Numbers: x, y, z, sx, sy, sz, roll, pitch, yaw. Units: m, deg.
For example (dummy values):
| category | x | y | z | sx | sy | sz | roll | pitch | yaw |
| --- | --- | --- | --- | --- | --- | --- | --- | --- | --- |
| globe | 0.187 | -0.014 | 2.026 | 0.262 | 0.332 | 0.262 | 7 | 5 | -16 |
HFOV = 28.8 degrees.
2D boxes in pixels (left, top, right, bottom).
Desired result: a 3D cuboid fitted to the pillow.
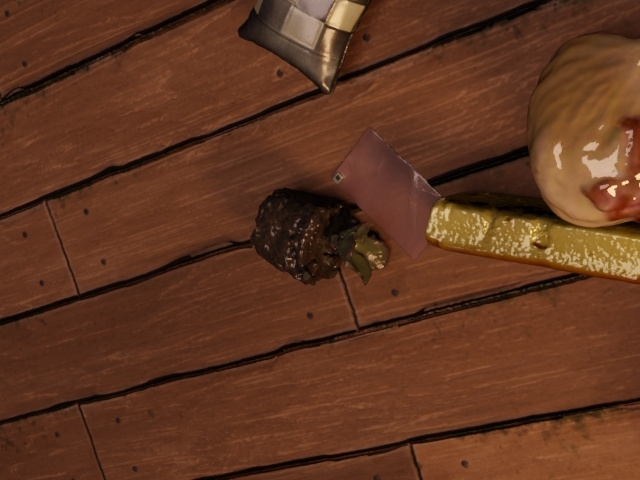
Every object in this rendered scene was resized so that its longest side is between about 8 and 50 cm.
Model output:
| category | x | y | z | sx | sy | sz | roll | pitch | yaw |
| --- | --- | --- | --- | --- | --- | --- | --- | --- | --- |
| pillow | -0.002 | -0.364 | 1.826 | 0.186 | 0.106 | 0.250 | 37 | 114 | 19 |

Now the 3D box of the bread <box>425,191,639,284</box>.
| category | x | y | z | sx | sy | sz | roll | pitch | yaw |
| --- | --- | --- | --- | --- | --- | --- | --- | --- | --- |
| bread | 0.323 | -0.009 | 1.693 | 0.361 | 0.138 | 0.077 | 10 | 106 | 30 |

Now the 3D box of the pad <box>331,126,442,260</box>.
| category | x | y | z | sx | sy | sz | roll | pitch | yaw |
| --- | --- | --- | --- | --- | --- | --- | --- | --- | --- |
| pad | 0.107 | -0.070 | 1.892 | 0.188 | 0.006 | 0.113 | 45 | 121 | 14 |

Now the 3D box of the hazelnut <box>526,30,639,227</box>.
| category | x | y | z | sx | sy | sz | roll | pitch | yaw |
| --- | --- | --- | --- | --- | --- | --- | --- | --- | --- |
| hazelnut | 0.380 | -0.147 | 1.556 | 0.261 | 0.261 | 0.241 | 28 | 151 | 23 |

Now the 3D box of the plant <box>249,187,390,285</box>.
| category | x | y | z | sx | sy | sz | roll | pitch | yaw |
| --- | --- | --- | --- | --- | --- | --- | --- | --- | --- |
| plant | 0.000 | 0.000 | 1.907 | 0.203 | 0.142 | 0.131 | 18 | 102 | 37 |
